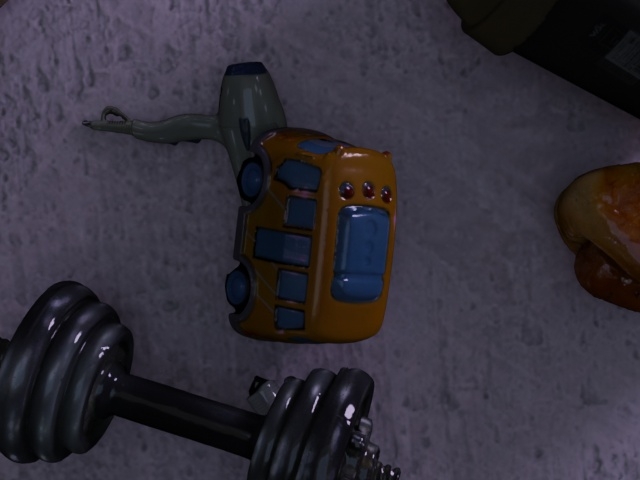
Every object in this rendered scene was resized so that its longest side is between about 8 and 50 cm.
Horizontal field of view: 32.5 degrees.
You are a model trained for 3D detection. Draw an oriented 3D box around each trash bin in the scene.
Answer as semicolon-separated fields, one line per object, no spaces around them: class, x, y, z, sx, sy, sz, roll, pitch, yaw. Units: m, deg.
trash bin;0.260;-0.242;1.018;0.334;0.214;0.214;26;92;-8

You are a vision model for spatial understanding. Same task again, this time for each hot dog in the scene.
hot dog;0.364;-0.002;1.064;0.257;0.150;0.153;-8;84;-2

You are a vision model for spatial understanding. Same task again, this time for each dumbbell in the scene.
dumbbell;-0.123;0.162;1.013;0.406;0.179;0.179;17;92;9

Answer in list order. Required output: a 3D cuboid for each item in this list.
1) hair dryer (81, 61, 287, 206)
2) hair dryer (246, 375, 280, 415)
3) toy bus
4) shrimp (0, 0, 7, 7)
hair dryer;-0.122;-0.075;1.097;0.199;0.067;0.167;-17;99;10
hair dryer;-0.009;0.241;1.103;0.131;0.073;0.236;-35;91;1
toy bus;0.000;0.000;1.037;0.126;0.136;0.209;4;93;-39
shrimp;-0.326;-0.325;1.071;0.289;0.075;0.178;-36;91;13
